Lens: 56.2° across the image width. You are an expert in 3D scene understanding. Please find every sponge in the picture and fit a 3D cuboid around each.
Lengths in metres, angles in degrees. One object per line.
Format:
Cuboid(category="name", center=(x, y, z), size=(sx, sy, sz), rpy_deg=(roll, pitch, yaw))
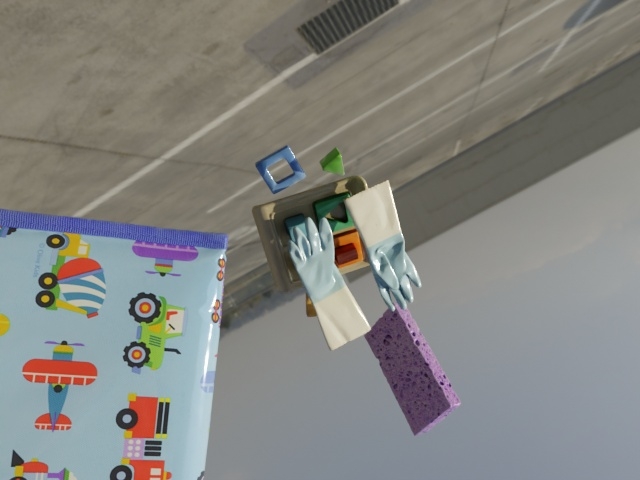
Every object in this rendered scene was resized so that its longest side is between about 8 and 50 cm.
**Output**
Cuboid(category="sponge", center=(0.160, 0.229, 1.079), size=(0.031, 0.210, 0.117), rpy_deg=(-4, 144, -35))

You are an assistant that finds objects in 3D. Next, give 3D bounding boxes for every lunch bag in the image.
Cuboid(category="lunch bag", center=(-0.230, 0.090, 0.408), size=(0.293, 0.221, 0.138), rpy_deg=(10, 168, -26))

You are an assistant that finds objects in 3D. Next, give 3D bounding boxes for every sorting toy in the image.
Cuboid(category="sorting toy", center=(0.000, 0.000, 1.020), size=(0.196, 0.348, 0.047), rpy_deg=(-16, -148, -2))

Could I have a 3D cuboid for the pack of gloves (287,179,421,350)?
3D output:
Cuboid(category="pack of gloves", center=(0.056, 0.039, 1.002), size=(0.195, 0.232, 0.046), rpy_deg=(-26, -159, -13))
